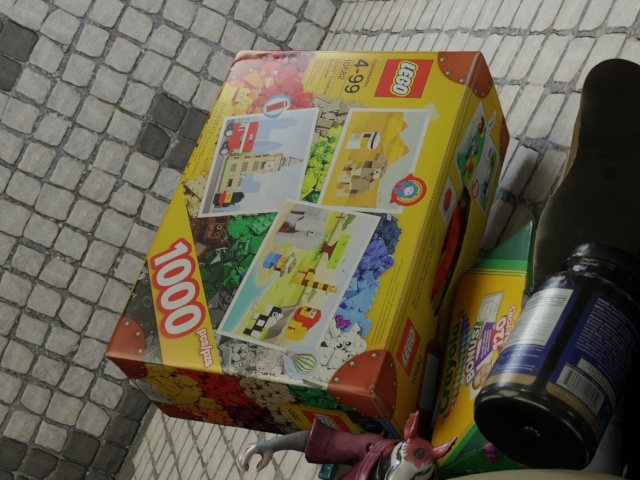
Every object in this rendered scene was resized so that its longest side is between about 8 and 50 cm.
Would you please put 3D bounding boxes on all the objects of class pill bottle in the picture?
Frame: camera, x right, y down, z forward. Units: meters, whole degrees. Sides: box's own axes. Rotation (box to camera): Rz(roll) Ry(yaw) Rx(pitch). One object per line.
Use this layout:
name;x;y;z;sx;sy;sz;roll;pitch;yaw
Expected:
pill bottle;0.247;0.109;1.146;0.219;0.123;0.123;-55;8;-32

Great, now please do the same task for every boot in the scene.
boot;0.312;-0.044;1.316;0.115;0.112;0.305;69;-143;-72

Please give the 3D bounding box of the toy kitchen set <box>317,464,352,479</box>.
toy kitchen set;0.000;0.299;1.704;0.166;0.122;0.207;-23;45;67

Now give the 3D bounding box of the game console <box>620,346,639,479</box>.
game console;0.370;0.115;0.953;0.361;0.044;0.213;-26;43;66

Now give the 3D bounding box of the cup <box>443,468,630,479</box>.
cup;0.123;0.339;0.993;0.331;0.237;0.331;-163;90;-73

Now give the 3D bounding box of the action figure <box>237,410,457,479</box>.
action figure;0.046;0.331;1.308;0.370;0.276;0.248;-49;55;27

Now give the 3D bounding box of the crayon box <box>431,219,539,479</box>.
crayon box;0.215;0.136;1.334;0.165;0.081;0.278;-45;26;52

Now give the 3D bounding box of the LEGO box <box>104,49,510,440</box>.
LEGO box;0.000;0.000;1.526;0.373;0.193;0.500;4;59;26
